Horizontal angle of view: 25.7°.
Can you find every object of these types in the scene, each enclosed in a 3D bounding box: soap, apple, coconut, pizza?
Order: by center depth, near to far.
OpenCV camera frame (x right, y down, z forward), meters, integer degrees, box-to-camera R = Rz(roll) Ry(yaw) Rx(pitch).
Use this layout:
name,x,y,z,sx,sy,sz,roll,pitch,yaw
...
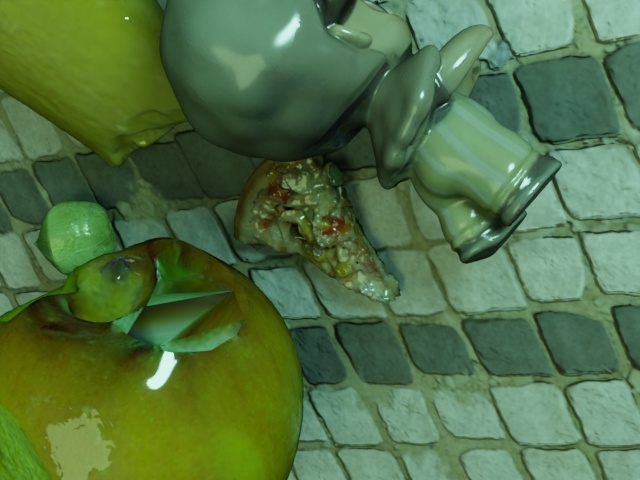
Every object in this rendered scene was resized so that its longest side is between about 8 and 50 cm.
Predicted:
name,x,y,z,sx,sy,sz,roll,pitch,yaw
soap,-0.308,-0.246,1.352,0.427,0.115,0.306,38,155,-24
pizza,0.000,0.000,1.417,0.195,0.052,0.185,41,140,3
apple,-0.209,0.167,1.478,0.384,0.374,0.374,16,133,5
coconut,-0.282,-0.004,1.603,0.096,0.088,0.088,-6,122,6

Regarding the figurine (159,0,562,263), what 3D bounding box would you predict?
name,x,y,z,sx,sy,sz,roll,pitch,yaw
figurine,0.017,-0.129,1.179,0.380,0.203,0.248,36,169,9
